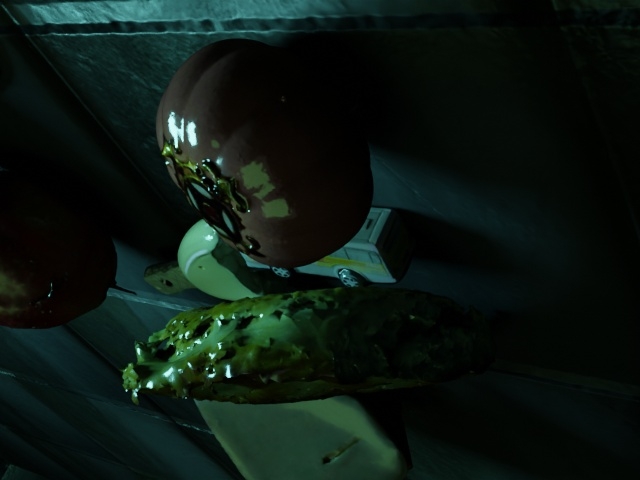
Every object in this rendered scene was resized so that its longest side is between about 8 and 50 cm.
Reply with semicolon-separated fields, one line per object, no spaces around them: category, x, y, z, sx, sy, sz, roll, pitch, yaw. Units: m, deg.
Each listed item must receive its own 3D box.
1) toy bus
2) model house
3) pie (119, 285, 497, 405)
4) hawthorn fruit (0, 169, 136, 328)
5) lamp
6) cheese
toy bus;0.000;0.000;0.903;0.172;0.057;0.072;7;145;33
model house;-0.010;0.207;1.192;0.229;0.199;0.219;-45;-69;-81
pie;-0.006;0.104;0.945;0.355;0.103;0.288;3;172;-36
hawthorn fruit;-0.312;0.017;1.123;0.235;0.181;0.181;18;160;-26
lamp;-0.036;-0.068;0.731;0.182;0.140;0.182;38;157;20
cheese;-0.128;0.030;1.079;0.127;0.049;0.235;38;150;-28
